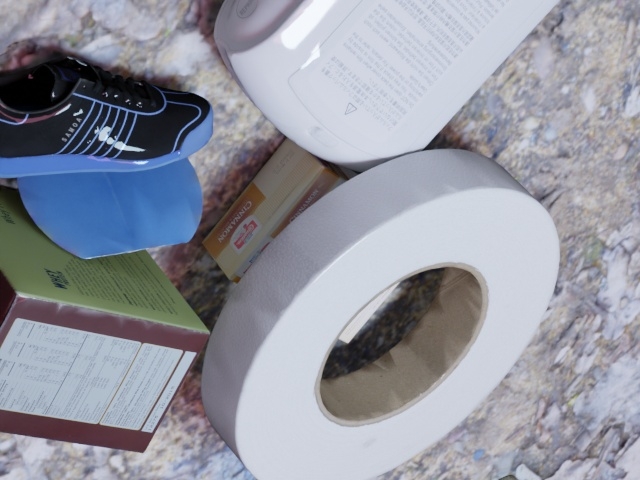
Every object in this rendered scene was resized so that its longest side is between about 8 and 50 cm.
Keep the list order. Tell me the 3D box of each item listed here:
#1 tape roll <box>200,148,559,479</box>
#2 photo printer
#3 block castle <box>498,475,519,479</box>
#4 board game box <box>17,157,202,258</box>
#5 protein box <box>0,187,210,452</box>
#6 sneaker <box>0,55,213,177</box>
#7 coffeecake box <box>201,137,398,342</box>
[{"bbox_3d":[0.063,0.085,1.958,0.392,0.072,0.392,-26,143,-22],"label":"tape roll"},{"bbox_3d":[0.065,-0.216,1.818,0.307,0.107,0.256,-48,135,5],"label":"photo printer"},{"bbox_3d":[0.162,0.525,2.343,0.303,0.213,0.453,-12,126,-28],"label":"block castle"},{"bbox_3d":[-0.189,-0.037,1.773,0.168,0.133,0.033,-10,151,-28],"label":"board game box"},{"bbox_3d":[-0.245,0.065,1.743,0.201,0.200,0.136,14,113,-40],"label":"protein box"},{"bbox_3d":[-0.195,-0.114,1.733,0.232,0.081,0.090,-10,133,-27],"label":"sneaker"},{"bbox_3d":[0.000,0.000,1.955,0.142,0.068,0.185,-50,135,10],"label":"coffeecake box"}]
